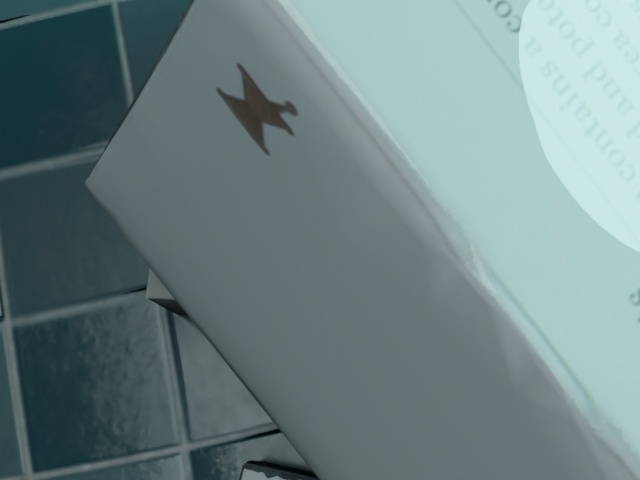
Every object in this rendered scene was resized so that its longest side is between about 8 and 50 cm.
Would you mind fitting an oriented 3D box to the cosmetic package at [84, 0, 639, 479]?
[{"bbox_3d":[0.145,-0.054,0.548,0.393,0.327,0.329,-40,95,-23],"label":"cosmetic package"}]

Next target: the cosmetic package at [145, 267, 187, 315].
[{"bbox_3d":[0.000,0.000,0.760,0.237,0.107,0.127,6,78,10],"label":"cosmetic package"}]

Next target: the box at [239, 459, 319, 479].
[{"bbox_3d":[0.011,0.288,0.721,0.183,0.059,0.233,10,80,8],"label":"box"}]
